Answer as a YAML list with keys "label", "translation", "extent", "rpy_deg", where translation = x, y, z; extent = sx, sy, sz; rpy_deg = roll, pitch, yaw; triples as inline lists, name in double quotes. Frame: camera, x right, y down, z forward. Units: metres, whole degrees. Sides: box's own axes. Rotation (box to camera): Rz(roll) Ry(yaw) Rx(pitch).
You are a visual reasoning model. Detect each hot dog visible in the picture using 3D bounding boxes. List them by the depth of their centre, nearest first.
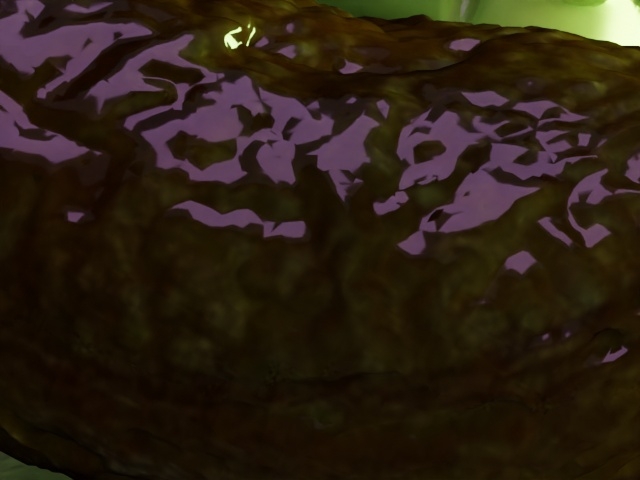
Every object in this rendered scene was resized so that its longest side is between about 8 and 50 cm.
- label: "hot dog"
  translation: [0.000, 0.000, 0.586]
  extent: [0.387, 0.174, 0.267]
  rpy_deg: [11, 9, 12]

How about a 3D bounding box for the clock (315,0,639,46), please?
- label: "clock"
  translation: [0.036, -0.083, 0.762]
  extent: [0.286, 0.117, 0.348]
  rpy_deg: [-1, -29, 36]
